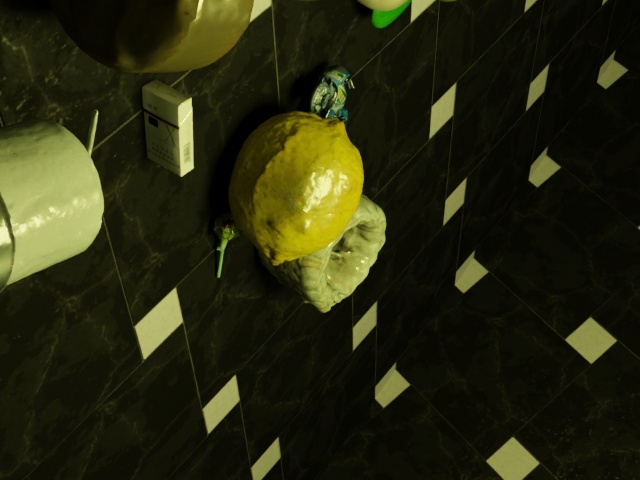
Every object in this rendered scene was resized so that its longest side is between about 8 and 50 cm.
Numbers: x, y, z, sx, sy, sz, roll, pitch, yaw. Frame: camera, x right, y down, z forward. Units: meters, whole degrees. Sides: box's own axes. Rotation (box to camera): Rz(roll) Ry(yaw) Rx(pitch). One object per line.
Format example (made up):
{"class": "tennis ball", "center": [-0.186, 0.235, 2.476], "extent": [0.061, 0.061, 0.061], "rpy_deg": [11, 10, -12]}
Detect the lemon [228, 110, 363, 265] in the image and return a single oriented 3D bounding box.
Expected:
{"class": "lemon", "center": [-0.052, -0.106, 2.123], "extent": [0.321, 0.268, 0.268], "rpy_deg": [-62, 156, 4]}

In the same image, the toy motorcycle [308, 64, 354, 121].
{"class": "toy motorcycle", "center": [0.019, -0.288, 2.266], "extent": [0.135, 0.092, 0.254], "rpy_deg": [-63, 167, -17]}

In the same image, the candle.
{"class": "candle", "center": [-0.437, -0.047, 1.473], "extent": [0.343, 0.221, 0.221], "rpy_deg": [-27, 140, -52]}

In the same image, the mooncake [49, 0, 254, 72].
{"class": "mooncake", "center": [-0.237, -0.362, 1.430], "extent": [0.155, 0.284, 0.284], "rpy_deg": [-24, 137, -52]}

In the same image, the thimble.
{"class": "thimble", "center": [0.000, 0.000, 2.418], "extent": [0.291, 0.195, 0.291], "rpy_deg": [-40, 150, -29]}

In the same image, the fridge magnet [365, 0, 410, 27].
{"class": "fridge magnet", "center": [0.160, -0.542, 2.228], "extent": [0.208, 0.088, 0.208], "rpy_deg": [-56, 169, -16]}

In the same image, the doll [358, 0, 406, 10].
{"class": "doll", "center": [0.110, -0.578, 1.968], "extent": [0.215, 0.226, 0.370], "rpy_deg": [-27, 164, 11]}

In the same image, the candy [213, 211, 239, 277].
{"class": "candy", "center": [-0.202, 0.015, 2.223], "extent": [0.062, 0.058, 0.193], "rpy_deg": [-31, 152, -35]}

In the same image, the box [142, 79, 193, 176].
{"class": "box", "center": [-0.259, -0.192, 1.824], "extent": [0.040, 0.084, 0.154], "rpy_deg": [-40, 149, -35]}
